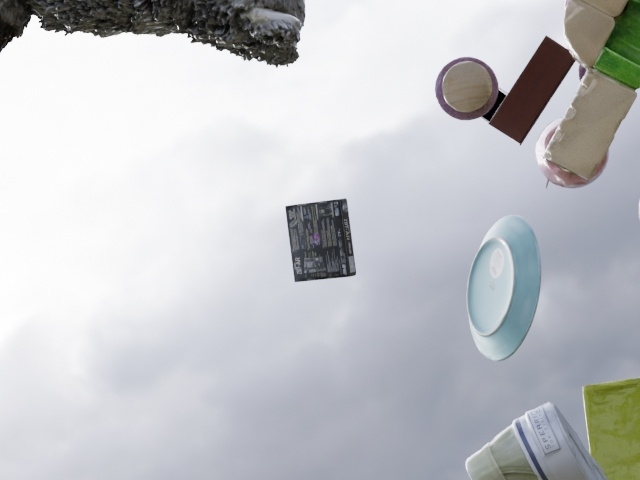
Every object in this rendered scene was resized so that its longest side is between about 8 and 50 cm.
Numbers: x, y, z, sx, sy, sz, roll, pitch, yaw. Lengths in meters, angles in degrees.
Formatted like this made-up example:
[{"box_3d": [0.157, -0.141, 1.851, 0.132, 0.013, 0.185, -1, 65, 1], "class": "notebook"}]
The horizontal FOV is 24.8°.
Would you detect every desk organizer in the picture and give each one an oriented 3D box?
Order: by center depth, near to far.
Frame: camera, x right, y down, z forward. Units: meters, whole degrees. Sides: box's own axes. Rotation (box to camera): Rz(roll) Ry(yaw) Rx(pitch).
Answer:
[{"box_3d": [0.254, -0.187, 1.779, 0.130, 0.050, 0.047, -57, 17, 9], "class": "desk organizer"}]

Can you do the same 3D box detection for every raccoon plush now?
[{"box_3d": [-0.225, -0.249, 1.731, 0.446, 0.299, 0.216, -38, 2, 15], "class": "raccoon plush"}]

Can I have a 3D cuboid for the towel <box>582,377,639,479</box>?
[{"box_3d": [0.422, 0.310, 2.010, 0.102, 0.237, 0.021, -10, -19, 19], "class": "towel"}]

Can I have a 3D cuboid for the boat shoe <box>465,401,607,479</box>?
[{"box_3d": [0.217, 0.248, 1.313, 0.094, 0.109, 0.302, -25, -48, 11], "class": "boat shoe"}]

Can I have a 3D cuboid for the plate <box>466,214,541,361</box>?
[{"box_3d": [0.224, 0.059, 1.845, 0.024, 0.188, 0.188, 8, -37, -19], "class": "plate"}]

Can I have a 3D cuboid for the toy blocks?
[{"box_3d": [0.259, -0.181, 1.307, 0.289, 0.308, 0.260, -63, -3, 5], "class": "toy blocks"}]

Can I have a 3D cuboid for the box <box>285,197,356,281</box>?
[{"box_3d": [0.000, 0.000, 1.544, 0.067, 0.083, 0.018, -7, 1, 26], "class": "box"}]
